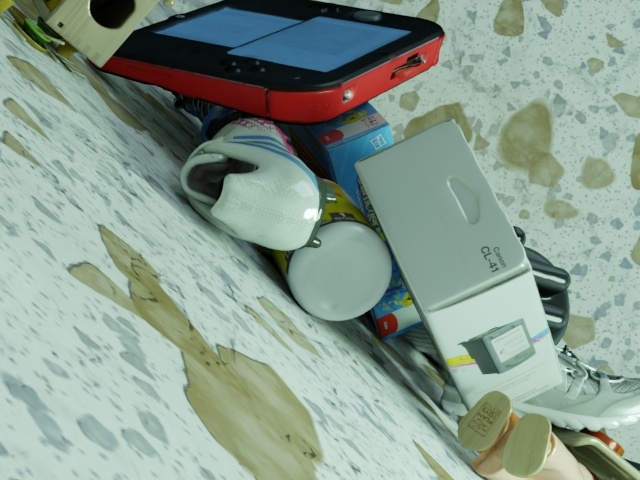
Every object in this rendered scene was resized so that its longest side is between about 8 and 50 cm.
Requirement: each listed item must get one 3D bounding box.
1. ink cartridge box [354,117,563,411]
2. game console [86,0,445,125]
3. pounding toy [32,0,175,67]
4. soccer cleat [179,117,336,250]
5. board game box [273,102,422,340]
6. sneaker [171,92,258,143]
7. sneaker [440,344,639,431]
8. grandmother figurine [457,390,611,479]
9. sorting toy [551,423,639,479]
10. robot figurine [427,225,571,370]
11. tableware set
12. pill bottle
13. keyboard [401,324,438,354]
[{"bbox_3d":[0.163,0.041,1.578,0.226,0.131,0.306,66,3,34],"label":"ink cartridge box"},{"bbox_3d":[-0.056,-0.252,1.772,0.342,0.060,0.386,19,28,25],"label":"game console"},{"bbox_3d":[-0.220,-0.306,1.535,0.094,0.206,0.181,39,5,-27],"label":"pounding toy"},{"bbox_3d":[-0.097,-0.079,1.511,0.143,0.116,0.331,14,9,-23],"label":"soccer cleat"},{"bbox_3d":[0.032,-0.072,1.846,0.308,0.086,0.302,-126,-164,-56],"label":"board game box"},{"bbox_3d":[-0.158,-0.203,2.018,0.147,0.129,0.330,20,17,-8],"label":"sneaker"},{"bbox_3d":[0.295,0.172,1.721,0.281,0.115,0.105,4,3,-2],"label":"sneaker"},{"bbox_3d":[0.285,0.292,1.641,0.208,0.104,0.342,39,-2,46],"label":"grandmother figurine"},{"bbox_3d":[0.339,0.281,1.835,0.229,0.041,0.307,34,-11,-23],"label":"sorting toy"},{"bbox_3d":[0.254,0.105,1.997,0.173,0.209,0.278,52,-27,-2],"label":"robot figurine"},{"bbox_3d":[-0.316,-0.239,1.533,0.104,0.024,0.154,47,7,21],"label":"tableware set"},{"bbox_3d":[0.000,0.000,1.580,0.117,0.117,0.215,42,6,-25],"label":"pill bottle"},{"bbox_3d":[0.154,0.136,1.886,0.072,0.014,0.256,49,-12,-9],"label":"keyboard"}]
